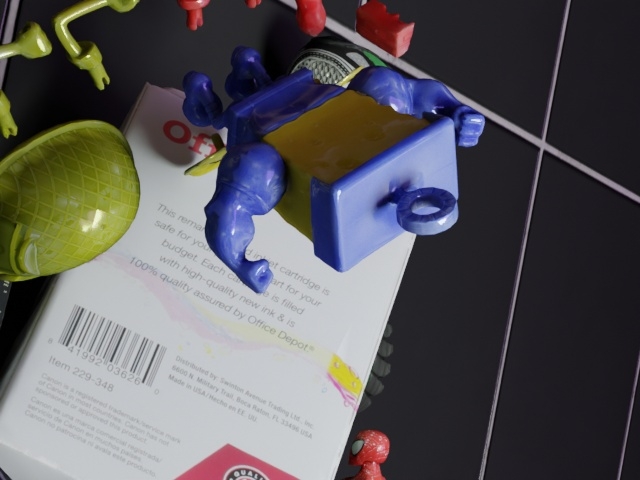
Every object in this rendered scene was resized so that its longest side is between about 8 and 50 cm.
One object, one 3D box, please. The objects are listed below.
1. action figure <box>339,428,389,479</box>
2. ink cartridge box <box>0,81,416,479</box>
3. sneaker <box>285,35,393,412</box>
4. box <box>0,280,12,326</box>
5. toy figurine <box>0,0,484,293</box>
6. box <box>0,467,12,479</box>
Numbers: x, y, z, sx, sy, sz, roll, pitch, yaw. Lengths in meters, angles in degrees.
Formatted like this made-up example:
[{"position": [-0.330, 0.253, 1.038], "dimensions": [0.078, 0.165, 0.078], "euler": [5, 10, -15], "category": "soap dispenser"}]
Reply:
[{"position": [-0.032, 0.273, 1.660], "dimensions": [0.280, 0.139, 0.091], "euler": [-64, 159, 14], "category": "action figure"}, {"position": [-0.089, 0.079, 1.284], "dimensions": [0.131, 0.226, 0.306], "euler": [-50, -165, 52], "category": "ink cartridge box"}, {"position": [0.000, 0.000, 1.574], "dimensions": [0.146, 0.134, 0.343], "euler": [-16, 112, -59], "category": "sneaker"}, {"position": [-0.272, 0.024, 1.129], "dimensions": [0.180, 0.078, 0.147], "euler": [24, 77, -61], "category": "box"}, {"position": [-0.017, -0.065, 1.154], "dimensions": [0.362, 0.217, 0.191], "euler": [-31, 141, -34], "category": "toy figurine"}, {"position": [-0.262, 0.230, 0.859], "dimensions": [0.296, 0.183, 0.294], "euler": [-36, 143, -20], "category": "box"}]
